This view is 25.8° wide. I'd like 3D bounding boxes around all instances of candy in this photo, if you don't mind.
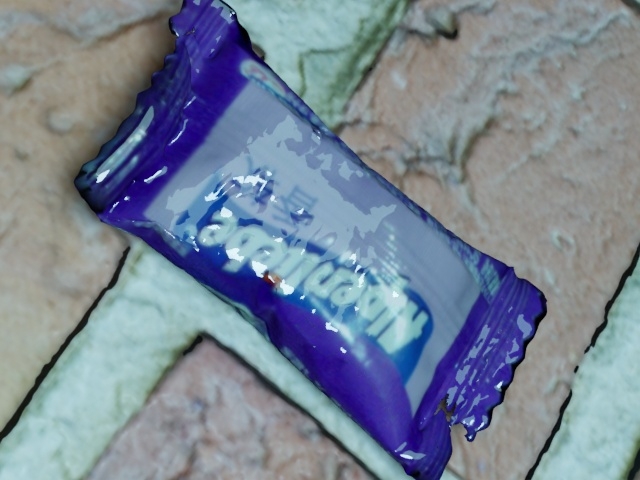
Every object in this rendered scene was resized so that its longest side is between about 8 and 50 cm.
[{"bbox_3d":[0.000,0.000,0.750,0.275,0.070,0.145,41,63,-13],"label":"candy"}]
